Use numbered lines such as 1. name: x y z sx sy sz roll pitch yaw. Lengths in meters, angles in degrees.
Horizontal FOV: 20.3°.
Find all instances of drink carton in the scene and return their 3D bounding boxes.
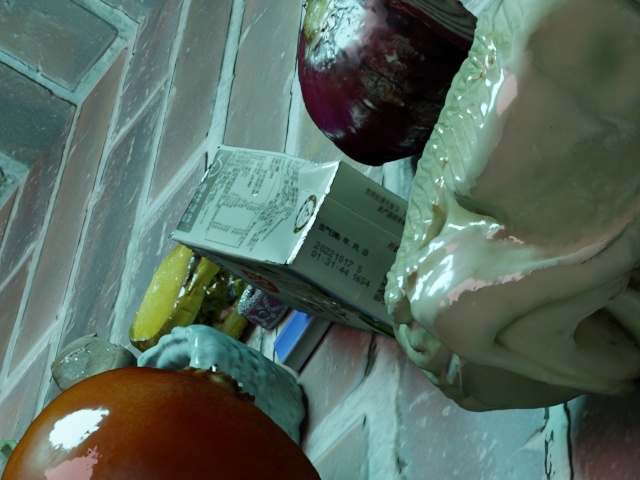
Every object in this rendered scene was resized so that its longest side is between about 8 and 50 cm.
1. drink carton: 0.000 0.000 1.875 0.132 0.194 0.324 -64 25 -6

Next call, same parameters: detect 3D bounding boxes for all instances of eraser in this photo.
1. eraser: -0.019 0.103 2.067 0.084 0.027 0.063 -56 19 11

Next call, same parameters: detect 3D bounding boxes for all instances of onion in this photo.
1. onion: 0.076 -0.182 1.983 0.206 0.216 0.207 -55 27 23

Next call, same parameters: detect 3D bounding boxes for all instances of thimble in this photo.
1. thimble: -0.135 0.203 1.990 0.205 0.172 0.250 -59 17 -3

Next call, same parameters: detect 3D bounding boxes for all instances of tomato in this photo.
1. tomato: -0.158 0.279 1.713 0.321 0.321 0.321 -49 21 27

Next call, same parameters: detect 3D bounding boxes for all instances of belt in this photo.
1. belt: -0.024 0.028 2.154 0.232 0.053 0.071 -43 24 41

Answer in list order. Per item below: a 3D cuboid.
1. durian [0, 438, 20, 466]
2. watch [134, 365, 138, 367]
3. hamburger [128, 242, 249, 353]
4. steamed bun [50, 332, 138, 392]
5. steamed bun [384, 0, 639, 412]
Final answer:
1. durian: -0.372 0.328 2.458 0.144 0.139 0.252 -65 20 -2
2. watch: -0.199 0.251 2.201 0.165 0.131 0.152 -45 42 27
3. hamburger: -0.165 0.092 2.316 0.191 0.118 0.182 -56 16 0
4. steamed bun: -0.279 0.203 2.399 0.106 0.145 0.175 -43 30 -8
5. steamed bun: 0.196 -0.020 1.372 0.339 0.247 0.352 -139 70 -87
